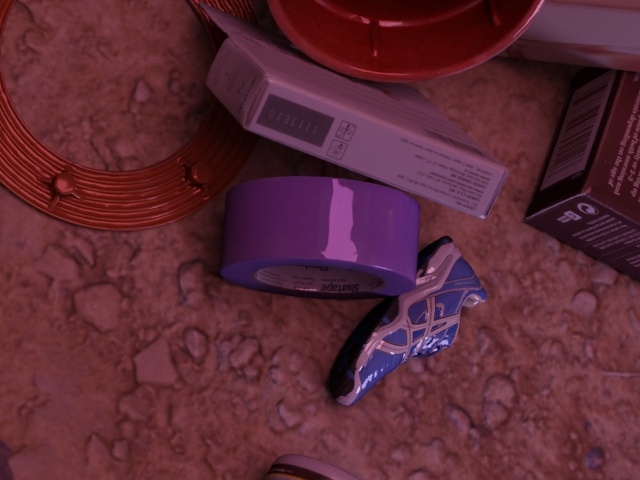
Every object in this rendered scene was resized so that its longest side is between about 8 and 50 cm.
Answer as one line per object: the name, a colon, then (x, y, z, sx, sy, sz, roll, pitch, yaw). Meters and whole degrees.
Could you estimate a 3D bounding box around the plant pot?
plant pot: (0.078, -0.342, 1.860, 0.272, 0.272, 0.265, 17, 43, -19)

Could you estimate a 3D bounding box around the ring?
ring: (-0.203, -0.176, 1.865, 0.336, 0.032, 0.337, 5, 78, -23)

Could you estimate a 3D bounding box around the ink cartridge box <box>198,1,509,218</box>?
ink cartridge box: (0.017, -0.128, 1.848, 0.275, 0.239, 0.060, 19, 104, -27)

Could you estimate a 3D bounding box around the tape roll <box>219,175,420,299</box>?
tape roll: (0.000, 0.000, 1.827, 0.189, 0.189, 0.080, 8, 76, -21)

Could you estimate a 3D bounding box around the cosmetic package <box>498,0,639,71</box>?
cosmetic package: (0.286, -0.265, 1.938, 0.129, 0.296, 0.153, 49, 58, -53)

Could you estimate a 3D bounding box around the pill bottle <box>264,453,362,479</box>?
pill bottle: (-0.031, 0.317, 1.789, 0.117, 0.117, 0.215, 31, 70, -14)

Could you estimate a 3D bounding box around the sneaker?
sneaker: (0.090, 0.090, 1.906, 0.081, 0.080, 0.211, 45, 67, -8)

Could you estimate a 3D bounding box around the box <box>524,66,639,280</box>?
box: (0.429, -0.035, 2.044, 0.381, 0.143, 0.191, 27, 70, -14)
